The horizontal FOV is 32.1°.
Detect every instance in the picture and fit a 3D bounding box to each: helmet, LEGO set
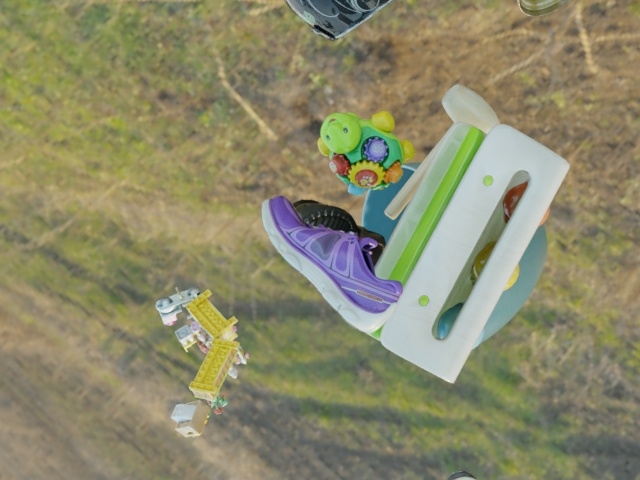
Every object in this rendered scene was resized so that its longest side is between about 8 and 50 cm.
[{"bbox_3d":[0.020,-0.373,1.507,0.161,0.169,0.169,53,155,-14],"label":"helmet"},{"bbox_3d":[-0.171,0.196,1.756,0.107,0.132,0.287,66,-176,-46],"label":"LEGO set"}]

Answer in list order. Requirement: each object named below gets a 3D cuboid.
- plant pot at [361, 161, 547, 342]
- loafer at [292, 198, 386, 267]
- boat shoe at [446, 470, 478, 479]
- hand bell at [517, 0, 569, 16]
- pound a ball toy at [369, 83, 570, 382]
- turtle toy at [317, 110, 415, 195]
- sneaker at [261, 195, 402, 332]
[{"bbox_3d":[0.219,0.012,1.651,0.290,0.195,0.290,38,135,51],"label":"plant pot"},{"bbox_3d":[0.000,0.000,1.265,0.078,0.080,0.220,26,178,25],"label":"loafer"},{"bbox_3d":[0.120,0.247,0.945,0.049,0.043,0.137,-5,117,4],"label":"boat shoe"},{"bbox_3d":[0.256,-0.431,1.524,0.242,0.126,0.126,57,165,30],"label":"hand bell"},{"bbox_3d":[0.164,-0.013,1.283,0.135,0.319,0.208,29,179,-17],"label":"pound a ball toy"},{"bbox_3d":[0.044,-0.099,1.241,0.095,0.066,0.130,-21,133,23],"label":"turtle toy"},{"bbox_3d":[0.012,0.012,1.029,0.170,0.071,0.068,44,-179,26],"label":"sneaker"}]
